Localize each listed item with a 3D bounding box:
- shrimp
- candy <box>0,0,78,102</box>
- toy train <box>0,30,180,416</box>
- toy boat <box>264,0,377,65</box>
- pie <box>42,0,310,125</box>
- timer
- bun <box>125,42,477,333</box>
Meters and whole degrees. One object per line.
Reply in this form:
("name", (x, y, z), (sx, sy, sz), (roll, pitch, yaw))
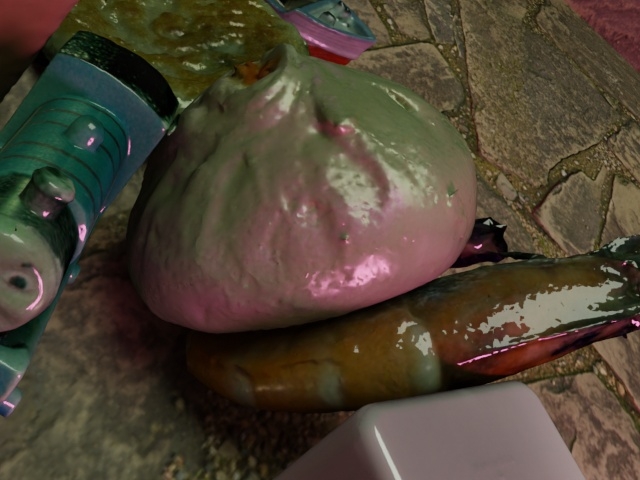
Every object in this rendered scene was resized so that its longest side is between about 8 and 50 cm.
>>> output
("shrimp", (0.109, 0.040, 0.724), (0.272, 0.444, 0.085), (-94, 174, -67))
("candy", (-0.272, -0.163, 0.549), (0.179, 0.320, 0.135), (-3, 60, -51))
("toy train", (-0.187, -0.012, 0.543), (0.120, 0.194, 0.298), (37, 18, -17))
("toy boat", (-0.062, -0.352, 1.121), (0.332, 0.133, 0.145), (45, 33, 0))
("pie", (-0.147, -0.201, 0.906), (0.323, 0.071, 0.323), (16, 37, -12))
("timer", (0.071, 0.229, 0.593), (0.192, 0.195, 0.194), (1, 53, -45))
("bun", (-0.027, -0.058, 0.693), (0.293, 0.293, 0.187), (-38, 117, -55))
